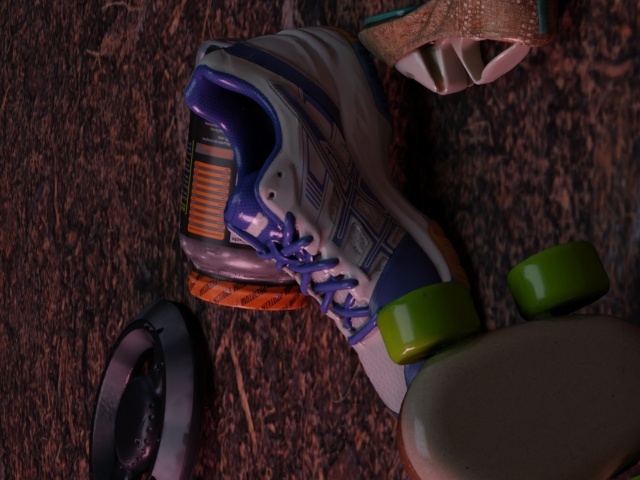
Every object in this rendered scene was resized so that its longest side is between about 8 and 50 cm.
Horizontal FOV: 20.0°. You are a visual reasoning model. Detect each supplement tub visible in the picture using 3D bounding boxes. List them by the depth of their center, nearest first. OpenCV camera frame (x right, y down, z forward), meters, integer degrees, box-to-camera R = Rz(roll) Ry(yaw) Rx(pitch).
[{"bbox_3d":[-0.043,-0.050,1.343,0.117,0.117,0.190,-152,67,-63],"label":"supplement tub"}]

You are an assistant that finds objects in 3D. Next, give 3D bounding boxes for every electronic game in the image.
[{"bbox_3d":[-0.158,0.167,1.658,0.229,0.048,0.229,-35,50,55],"label":"electronic game"}]

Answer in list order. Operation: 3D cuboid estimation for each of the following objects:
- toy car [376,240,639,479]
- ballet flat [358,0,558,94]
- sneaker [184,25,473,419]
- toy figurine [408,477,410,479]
[{"bbox_3d":[0.103,0.110,1.000,0.188,0.149,0.155,114,137,-70],"label":"toy car"},{"bbox_3d":[0.083,-0.127,1.136,0.206,0.073,0.067,164,92,-68],"label":"ballet flat"},{"bbox_3d":[0.000,0.000,1.191,0.112,0.131,0.296,-50,58,51],"label":"sneaker"},{"bbox_3d":[0.040,0.242,1.068,0.362,0.191,0.217,34,114,61],"label":"toy figurine"}]
